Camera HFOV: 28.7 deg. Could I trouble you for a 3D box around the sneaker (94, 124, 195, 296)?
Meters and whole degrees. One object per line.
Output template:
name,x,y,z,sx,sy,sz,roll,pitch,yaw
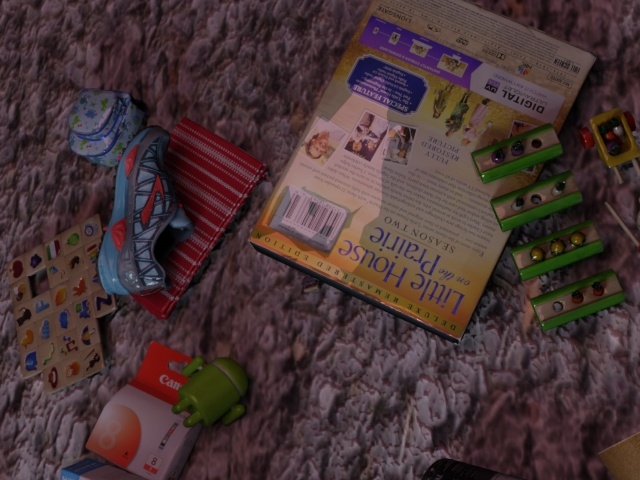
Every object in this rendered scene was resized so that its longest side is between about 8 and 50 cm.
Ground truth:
sneaker,-0.236,-0.040,1.820,0.125,0.104,0.261,6,74,12

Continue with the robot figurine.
robot figurine,-0.147,0.206,1.706,0.115,0.067,0.101,-40,89,-22

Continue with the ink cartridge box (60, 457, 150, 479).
ink cartridge box,-0.270,0.375,1.699,0.181,0.062,0.104,12,102,30

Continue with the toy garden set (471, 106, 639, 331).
toy garden set,0.324,-0.039,1.544,0.204,0.049,0.244,-21,76,1

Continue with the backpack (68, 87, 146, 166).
backpack,-0.342,-0.179,1.953,0.105,0.084,0.114,11,79,32

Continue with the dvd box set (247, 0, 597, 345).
dvd box set,0.135,-0.114,1.638,0.308,0.062,0.420,24,80,12

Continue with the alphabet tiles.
alphabet tiles,-0.387,0.103,1.892,0.198,0.009,0.237,-26,65,25

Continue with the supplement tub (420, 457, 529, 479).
supplement tub,0.211,0.331,1.461,0.190,0.117,0.117,12,77,30

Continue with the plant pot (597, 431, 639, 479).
plant pot,0.455,0.282,1.312,0.237,0.237,0.254,-30,75,14

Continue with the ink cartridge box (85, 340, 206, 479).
ink cartridge box,-0.232,0.241,1.762,0.145,0.045,0.179,20,83,31

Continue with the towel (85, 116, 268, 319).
towel,-0.217,-0.036,1.868,0.199,0.031,0.274,31,85,34

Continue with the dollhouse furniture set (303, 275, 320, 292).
dollhouse furniture set,0.000,0.000,1.713,0.091,0.081,0.114,-19,64,19
